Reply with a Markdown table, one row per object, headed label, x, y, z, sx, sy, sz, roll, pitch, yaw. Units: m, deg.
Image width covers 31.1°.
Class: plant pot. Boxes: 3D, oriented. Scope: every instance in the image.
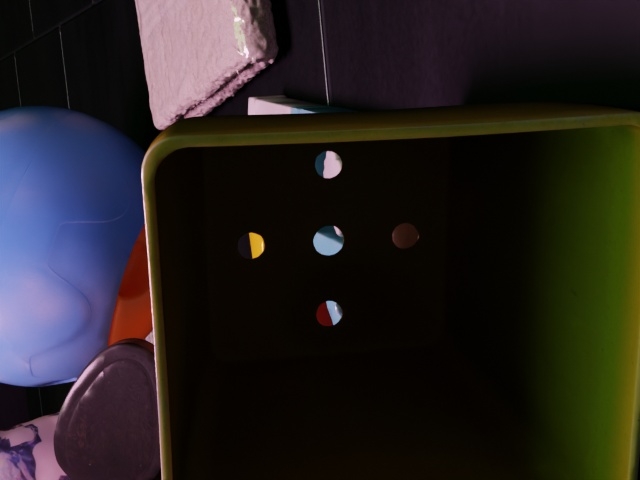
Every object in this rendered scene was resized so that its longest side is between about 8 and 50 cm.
| label | x | y | z | sx | sy | sz | roll | pitch | yaw |
| --- | --- | --- | --- | --- | --- | --- | --- | --- | --- |
| plant pot | 0.021 | 0.029 | 0.563 | 0.187 | 0.212 | 0.212 | -121 | 29 | -70 |

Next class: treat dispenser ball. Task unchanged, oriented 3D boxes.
| label | x | y | z | sx | sy | sz | roll | pitch | yaw |
| --- | --- | --- | --- | --- | --- | --- | --- | --- | --- |
| treat dispenser ball | -0.287 | 0.006 | 1.185 | 0.288 | 0.288 | 0.288 | 172 | 90 | -68 |

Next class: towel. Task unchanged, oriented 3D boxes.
| label | x | y | z | sx | sy | sz | roll | pitch | yaw |
| --- | --- | --- | --- | --- | --- | --- | --- | --- | --- |
| towel | -0.104 | -0.208 | 0.979 | 0.282 | 0.049 | 0.187 | 165 | 95 | -67 |

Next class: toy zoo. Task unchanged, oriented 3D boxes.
| label | x | y | z | sx | sy | sz | roll | pitch | yaw |
| --- | --- | --- | --- | --- | --- | --- | --- | --- | --- |
| toy zoo | 0.000 | 0.000 | 0.813 | 0.293 | 0.030 | 0.192 | -155 | 60 | -65 |

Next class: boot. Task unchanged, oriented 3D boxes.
| label | x | y | z | sx | sy | sz | roll | pitch | yaw |
| --- | --- | --- | --- | --- | --- | --- | --- | --- | --- |
| boot | -0.139 | 0.131 | 1.044 | 0.280 | 0.096 | 0.264 | -67 | -17 | -56 |

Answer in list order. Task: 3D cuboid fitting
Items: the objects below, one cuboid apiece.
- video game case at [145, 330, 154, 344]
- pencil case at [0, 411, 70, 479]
| label | x | y | z | sx | sy | sz | roll | pitch | yaw |
| --- | --- | --- | --- | --- | --- | --- | --- | --- | --- |
| video game case | -0.202 | 0.090 | 1.372 | 0.087 | 0.011 | 0.122 | 110 | 146 | -50 |
| pencil case | -0.335 | 0.277 | 1.238 | 0.183 | 0.410 | 0.160 | -3 | 96 | 61 |
